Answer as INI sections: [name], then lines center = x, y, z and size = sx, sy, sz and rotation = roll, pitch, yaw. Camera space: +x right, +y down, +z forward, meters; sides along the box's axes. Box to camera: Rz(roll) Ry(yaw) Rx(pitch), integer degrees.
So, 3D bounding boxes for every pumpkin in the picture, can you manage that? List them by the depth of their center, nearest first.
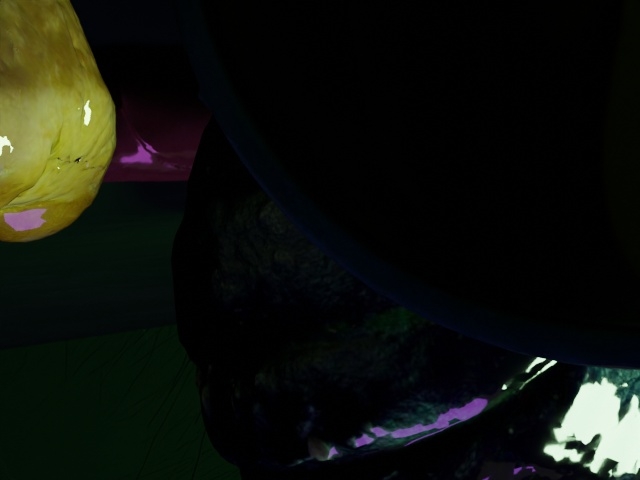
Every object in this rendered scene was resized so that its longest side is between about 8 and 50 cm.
[pumpkin]
center = 0.086, 0.022, 0.821
size = 0.266, 0.363, 0.363
rotation = -15, 169, 43

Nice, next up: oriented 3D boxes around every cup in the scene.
[cup]
center = 0.146, -0.115, 0.437
size = 0.242, 0.308, 0.292
rotation = 34, -168, 24

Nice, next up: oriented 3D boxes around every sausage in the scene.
[sausage]
center = -0.108, -0.076, 0.958
size = 0.433, 0.088, 0.088
rotation = -3, 172, -26

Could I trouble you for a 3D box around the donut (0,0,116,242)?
[donut]
center = -0.250, -0.043, 0.661
size = 0.299, 0.150, 0.317
rotation = -16, 177, 18
